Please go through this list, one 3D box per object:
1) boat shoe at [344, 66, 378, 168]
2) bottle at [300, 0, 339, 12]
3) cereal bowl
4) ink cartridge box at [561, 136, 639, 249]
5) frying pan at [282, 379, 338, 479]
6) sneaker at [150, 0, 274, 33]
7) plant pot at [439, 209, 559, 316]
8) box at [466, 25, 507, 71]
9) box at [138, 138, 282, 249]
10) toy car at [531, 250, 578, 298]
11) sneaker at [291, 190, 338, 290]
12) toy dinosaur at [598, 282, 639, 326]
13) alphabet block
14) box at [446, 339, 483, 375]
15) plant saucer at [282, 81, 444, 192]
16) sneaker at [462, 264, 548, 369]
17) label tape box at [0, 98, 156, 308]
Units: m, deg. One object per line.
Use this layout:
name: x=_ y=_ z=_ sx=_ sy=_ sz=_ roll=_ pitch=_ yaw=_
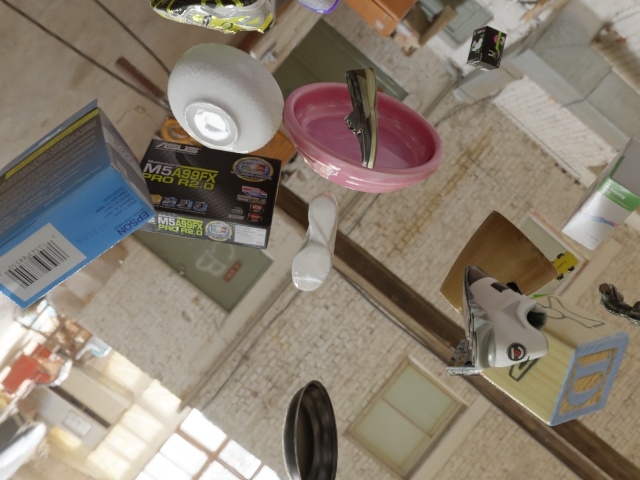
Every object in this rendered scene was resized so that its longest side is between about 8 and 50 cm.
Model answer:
boat shoe: x=0.061 y=-0.184 z=0.910 sx=0.056 sy=0.049 sz=0.152 roll=95 pitch=-7 yaw=-86
bottle: x=-0.049 y=-0.532 z=1.168 sx=0.092 sy=0.118 sz=0.283 roll=-58 pitch=163 yaw=14
cereal bowl: x=-0.278 y=-0.366 z=1.673 sx=0.339 sy=0.339 sz=0.141 roll=-43 pitch=-160 yaw=52
ink cartridge box: x=0.652 y=-0.099 z=1.345 sx=0.154 sy=0.093 sz=0.212 roll=-47 pitch=164 yaw=-29
frying pan: x=-0.006 y=0.395 z=0.988 sx=0.053 sy=0.326 sz=0.197 roll=-8 pitch=175 yaw=18
sneaker: x=-0.296 y=-0.611 z=1.601 sx=0.145 sy=0.384 sz=0.147 roll=-62 pitch=148 yaw=-15
plant pot: x=0.446 y=0.089 z=1.592 sx=0.254 sy=0.237 sz=0.237 roll=-43 pitch=-173 yaw=8
box: x=0.388 y=-0.447 z=1.406 sx=0.052 sy=0.062 sz=0.083 roll=17 pitch=-85 yaw=67
box: x=-0.219 y=-0.094 z=1.160 sx=0.216 sy=0.270 sz=0.060 roll=-84 pitch=-175 yaw=-47
toy car: x=0.629 y=0.144 z=1.745 sx=0.053 sy=0.239 sz=0.225 roll=80 pitch=9 yaw=-72
sneaker: x=0.000 y=0.000 z=1.234 sx=0.094 sy=0.080 sz=0.212 roll=-60 pitch=166 yaw=-71
toy dinosaur: x=0.570 y=0.128 z=0.948 sx=0.268 sy=0.118 sz=0.064 roll=-152 pitch=-118 yaw=-64
alphabet block: x=0.500 y=0.248 z=1.296 sx=0.197 sy=0.192 sz=0.193 roll=37 pitch=-57 yaw=52
box: x=0.384 y=0.295 z=1.523 sx=0.094 sy=0.027 sz=0.137 roll=-8 pitch=-162 yaw=33
plant saucer: x=0.081 y=-0.203 z=1.213 sx=0.332 sy=0.332 sz=0.084 roll=-58 pitch=169 yaw=-50
sneaker: x=0.349 y=0.143 z=1.153 sx=0.146 sy=0.122 sz=0.330 roll=-4 pitch=-158 yaw=8
label tape box: x=-0.427 y=-0.081 z=1.003 sx=0.249 sy=0.115 sz=0.348 roll=-36 pitch=-145 yaw=-1
